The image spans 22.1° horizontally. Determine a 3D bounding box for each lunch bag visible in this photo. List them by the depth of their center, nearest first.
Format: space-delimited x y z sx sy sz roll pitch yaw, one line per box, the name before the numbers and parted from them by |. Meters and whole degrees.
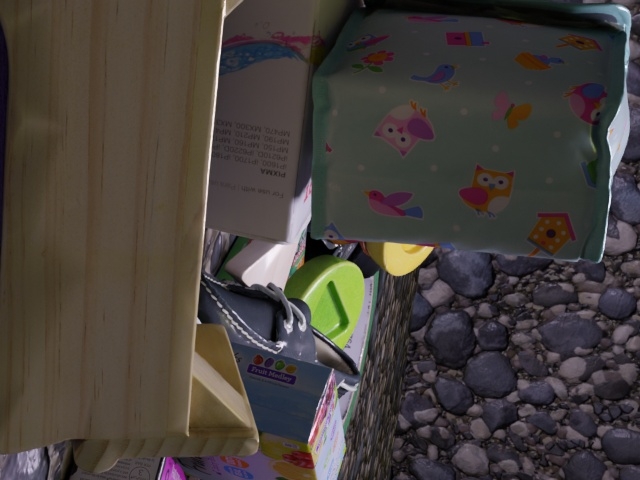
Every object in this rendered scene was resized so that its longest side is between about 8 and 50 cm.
lunch bag | 0.121 -0.105 1.239 0.262 0.223 0.160 -64 158 -60

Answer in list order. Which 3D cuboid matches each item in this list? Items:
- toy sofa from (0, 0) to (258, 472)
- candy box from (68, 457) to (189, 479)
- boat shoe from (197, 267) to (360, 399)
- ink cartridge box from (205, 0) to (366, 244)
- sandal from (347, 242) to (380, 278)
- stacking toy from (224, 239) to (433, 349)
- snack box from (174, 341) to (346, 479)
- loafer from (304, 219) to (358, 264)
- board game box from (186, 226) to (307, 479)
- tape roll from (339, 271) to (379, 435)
toy sofa | -0.118 -0.049 0.987 0.150 0.177 0.362 -115 -153 -60
candy box | -0.163 0.276 1.240 0.159 0.071 0.233 79 24 -70
boat shoe | -0.048 0.082 1.432 0.091 0.114 0.302 -37 155 1
ink cartridge box | -0.040 -0.182 1.276 0.226 0.131 0.306 -60 161 -66
sandal | 0.098 -0.157 2.093 0.167 0.107 0.445 147 -45 -62
stacking toy | -0.016 -0.031 1.610 0.279 0.130 0.309 -52 149 -17
snack box | -0.074 0.141 1.306 0.207 0.175 0.070 84 23 -65
loafer | 0.000 0.000 1.918 0.078 0.076 0.223 69 41 -64
board game box | -0.073 0.095 1.688 0.317 0.046 0.213 -64 161 -60
tape roll | 0.010 0.134 2.184 0.321 0.077 0.321 10 90 -81
